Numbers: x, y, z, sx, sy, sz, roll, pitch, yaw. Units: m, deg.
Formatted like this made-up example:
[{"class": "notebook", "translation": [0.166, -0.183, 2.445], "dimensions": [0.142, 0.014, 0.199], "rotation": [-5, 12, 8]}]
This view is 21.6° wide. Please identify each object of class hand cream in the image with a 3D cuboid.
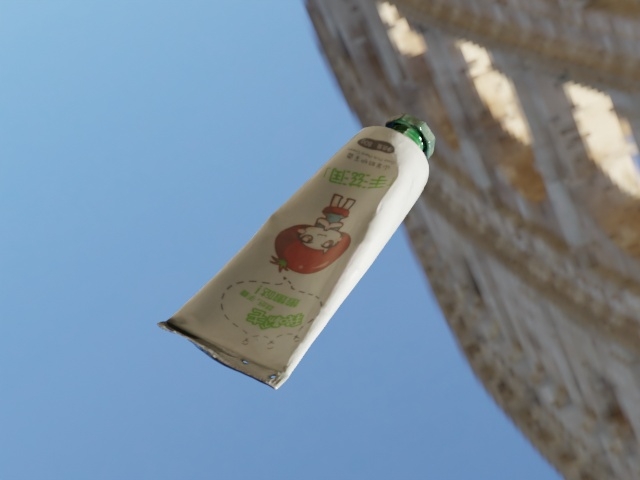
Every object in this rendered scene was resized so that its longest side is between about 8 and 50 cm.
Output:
[{"class": "hand cream", "translation": [0.000, 0.000, 1.455], "dimensions": [0.121, 0.076, 0.336], "rotation": [20, -134, 25]}]
